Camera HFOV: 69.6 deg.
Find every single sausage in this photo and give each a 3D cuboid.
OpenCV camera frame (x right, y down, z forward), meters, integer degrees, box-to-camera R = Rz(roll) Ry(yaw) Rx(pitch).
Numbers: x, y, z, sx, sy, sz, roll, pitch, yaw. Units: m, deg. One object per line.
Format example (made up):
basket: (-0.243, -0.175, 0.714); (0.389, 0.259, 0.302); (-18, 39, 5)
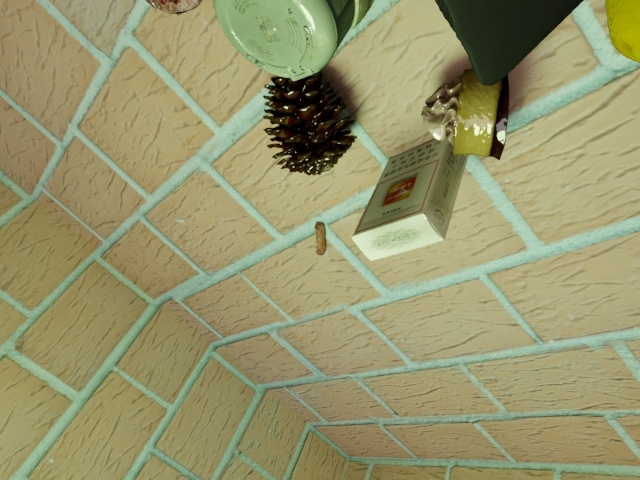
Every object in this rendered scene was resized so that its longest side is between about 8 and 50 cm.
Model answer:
sausage: (0.000, 0.000, 1.627); (0.036, 0.042, 0.157); (-13, 138, -10)

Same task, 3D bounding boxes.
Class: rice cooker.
rice cooker: (-0.046, -0.511, 0.939); (0.289, 0.276, 0.288); (24, 157, 11)

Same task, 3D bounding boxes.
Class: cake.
cake: (0.313, -0.278, 1.018); (0.178, 0.207, 0.185); (1, 137, 12)

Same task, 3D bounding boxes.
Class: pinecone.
pinecone: (-0.037, -0.314, 1.195); (0.247, 0.246, 0.291); (-9, 107, 36)

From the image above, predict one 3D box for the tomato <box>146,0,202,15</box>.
tomato: (-0.360, -0.668, 1.106); (0.225, 0.085, 0.224); (13, 136, 14)

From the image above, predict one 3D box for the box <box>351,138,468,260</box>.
box: (0.228, -0.112, 1.146); (0.210, 0.330, 0.095); (-20, 120, 42)

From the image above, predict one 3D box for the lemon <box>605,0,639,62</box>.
lemon: (0.583, -0.393, 0.730); (0.229, 0.228, 0.254); (-6, 162, 35)

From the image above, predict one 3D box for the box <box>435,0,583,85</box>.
box: (0.337, -0.449, 0.702); (0.359, 0.091, 0.350); (-44, 149, 17)
